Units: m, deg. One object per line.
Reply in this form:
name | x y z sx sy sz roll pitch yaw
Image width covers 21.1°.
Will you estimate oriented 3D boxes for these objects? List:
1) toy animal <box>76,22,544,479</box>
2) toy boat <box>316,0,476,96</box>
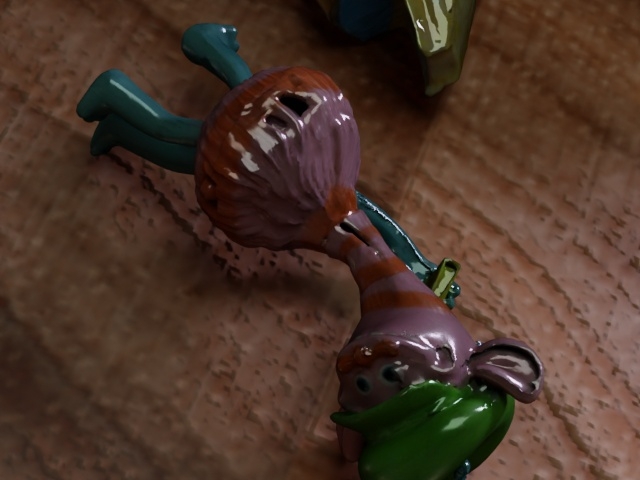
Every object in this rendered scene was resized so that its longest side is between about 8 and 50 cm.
toy animal | 0.000 0.000 0.650 0.208 0.100 0.103 46 19 19
toy boat | 0.017 -0.137 0.752 0.066 0.065 0.172 -25 62 -6
